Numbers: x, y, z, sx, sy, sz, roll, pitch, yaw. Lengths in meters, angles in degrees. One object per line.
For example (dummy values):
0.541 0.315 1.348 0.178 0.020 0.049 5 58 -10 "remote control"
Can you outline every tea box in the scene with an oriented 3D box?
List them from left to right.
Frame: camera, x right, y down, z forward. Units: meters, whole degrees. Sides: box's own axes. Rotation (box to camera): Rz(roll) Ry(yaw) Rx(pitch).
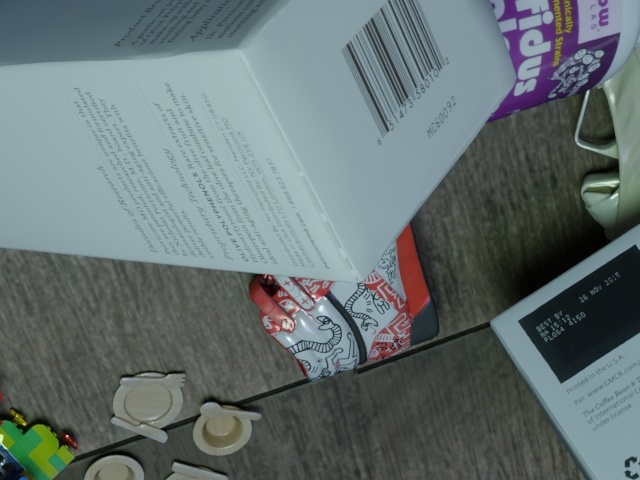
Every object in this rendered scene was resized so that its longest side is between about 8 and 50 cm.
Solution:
0.368 0.120 1.069 0.329 0.220 0.323 -34 146 5 "tea box"

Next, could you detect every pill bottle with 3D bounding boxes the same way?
0.129 -0.177 0.925 0.302 0.169 0.169 -19 121 -19 "pill bottle"

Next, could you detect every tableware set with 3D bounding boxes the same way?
-0.139 0.196 1.153 0.141 0.020 0.168 15 113 -21 "tableware set"

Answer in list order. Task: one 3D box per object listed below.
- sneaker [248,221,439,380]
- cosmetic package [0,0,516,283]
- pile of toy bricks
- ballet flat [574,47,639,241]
0.001 0.001 1.045 0.145 0.090 0.270 -22 123 -5 "sneaker"
-0.095 -0.101 0.766 0.197 0.365 0.155 -50 127 -33 "cosmetic package"
-0.262 0.203 1.093 0.105 0.118 0.212 -44 105 -21 "pile of toy bricks"
0.263 -0.071 1.089 0.086 0.086 0.248 -12 118 -8 "ballet flat"
